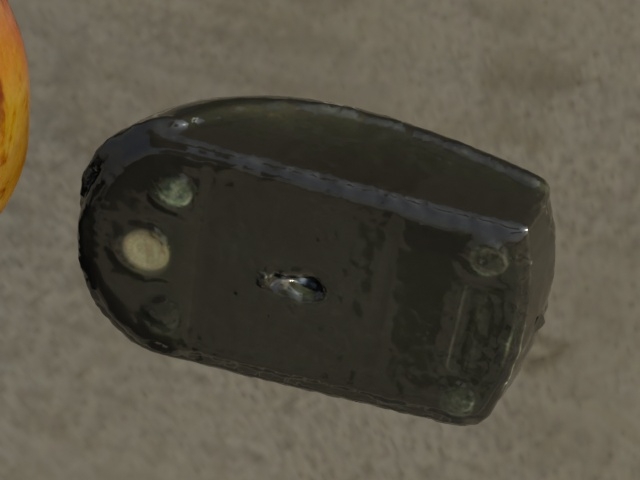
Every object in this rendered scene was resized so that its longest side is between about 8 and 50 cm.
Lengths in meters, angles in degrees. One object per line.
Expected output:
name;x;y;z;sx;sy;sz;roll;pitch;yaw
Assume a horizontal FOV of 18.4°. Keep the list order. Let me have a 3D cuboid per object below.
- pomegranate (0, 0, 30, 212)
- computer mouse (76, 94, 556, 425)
pomegranate;-0.227;-0.065;0.840;0.209;0.209;0.209;-7;59;12
computer mouse;0.000;0.000;1.129;0.269;0.170;0.100;15;41;5
